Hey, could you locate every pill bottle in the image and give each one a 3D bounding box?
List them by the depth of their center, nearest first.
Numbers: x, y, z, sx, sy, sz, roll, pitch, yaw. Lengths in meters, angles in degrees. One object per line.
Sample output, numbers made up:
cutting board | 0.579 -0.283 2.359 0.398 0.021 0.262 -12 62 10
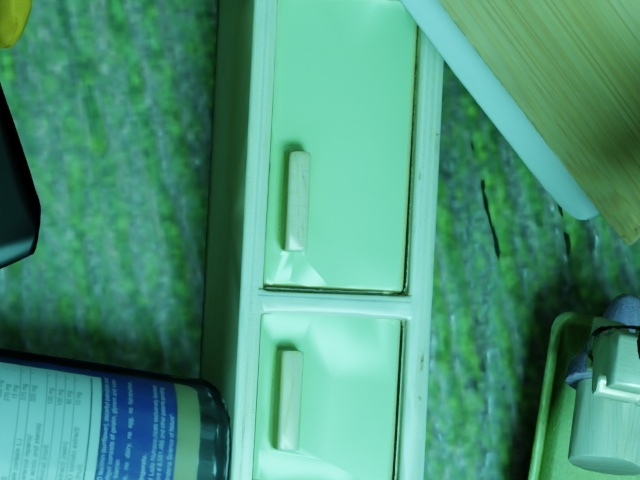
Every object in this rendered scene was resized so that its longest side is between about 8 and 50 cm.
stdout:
pill bottle | -0.162 0.112 0.947 0.219 0.123 0.122 10 87 -13

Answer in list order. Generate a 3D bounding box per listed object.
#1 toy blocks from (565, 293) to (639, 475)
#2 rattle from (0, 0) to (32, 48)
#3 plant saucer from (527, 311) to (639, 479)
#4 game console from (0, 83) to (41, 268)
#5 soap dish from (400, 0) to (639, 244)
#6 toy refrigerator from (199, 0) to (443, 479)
toy blocks | 0.280 -0.012 0.957 0.309 0.288 0.260 13 72 -10
rattle | -0.094 -0.204 0.997 0.200 0.130 0.142 -36 112 -39
plant saucer | 0.193 0.144 1.085 0.188 0.045 0.188 10 88 -15
game console | -0.330 -0.036 0.943 0.361 0.044 0.213 -20 95 -14
soap dish | 0.132 -0.176 0.987 0.291 0.118 0.229 52 44 -8
toy refrigerator | 0.000 0.000 1.007 0.102 0.094 0.269 4 89 -16
